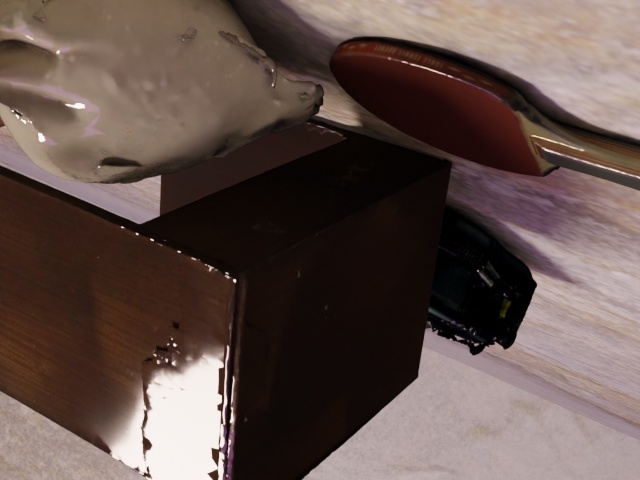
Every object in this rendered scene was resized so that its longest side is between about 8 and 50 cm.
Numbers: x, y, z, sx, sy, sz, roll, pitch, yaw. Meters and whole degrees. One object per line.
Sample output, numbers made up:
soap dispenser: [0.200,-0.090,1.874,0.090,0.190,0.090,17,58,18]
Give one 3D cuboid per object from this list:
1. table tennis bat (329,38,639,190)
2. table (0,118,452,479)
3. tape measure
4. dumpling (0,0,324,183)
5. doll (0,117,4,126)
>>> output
table tennis bat: [0.101,-0.066,0.530,0.220,0.019,0.130,23,172,29]
table: [-0.094,0.021,0.693,0.282,0.196,0.251,21,-149,29]
tape measure: [0.083,0.023,0.883,0.199,0.112,0.186,15,166,48]
dumpling: [-0.123,-0.109,0.585,0.247,0.142,0.172,11,-160,-25]
doll: [-0.344,-0.172,1.029,0.188,0.096,0.145,-2,-152,-41]
